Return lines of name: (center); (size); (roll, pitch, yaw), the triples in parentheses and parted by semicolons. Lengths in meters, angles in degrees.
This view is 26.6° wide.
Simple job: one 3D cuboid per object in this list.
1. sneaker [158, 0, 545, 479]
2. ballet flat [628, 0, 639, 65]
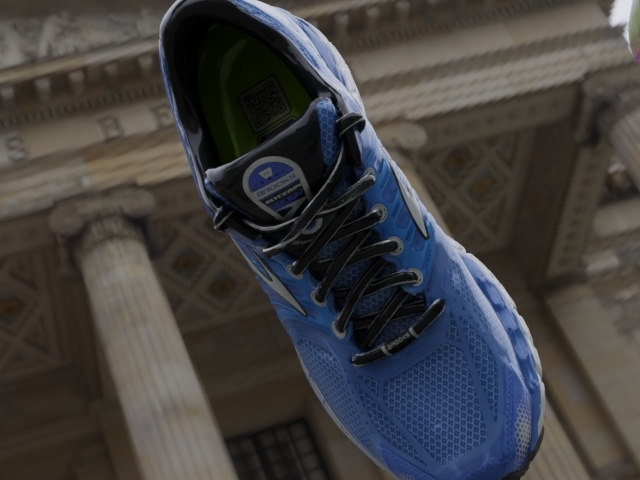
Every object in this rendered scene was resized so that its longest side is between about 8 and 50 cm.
sneaker: (0.000, 0.000, 0.737); (0.130, 0.330, 0.147); (-37, -17, 12)
ballet flat: (0.234, -0.172, 0.665); (0.221, 0.077, 0.079); (-48, -4, -7)
